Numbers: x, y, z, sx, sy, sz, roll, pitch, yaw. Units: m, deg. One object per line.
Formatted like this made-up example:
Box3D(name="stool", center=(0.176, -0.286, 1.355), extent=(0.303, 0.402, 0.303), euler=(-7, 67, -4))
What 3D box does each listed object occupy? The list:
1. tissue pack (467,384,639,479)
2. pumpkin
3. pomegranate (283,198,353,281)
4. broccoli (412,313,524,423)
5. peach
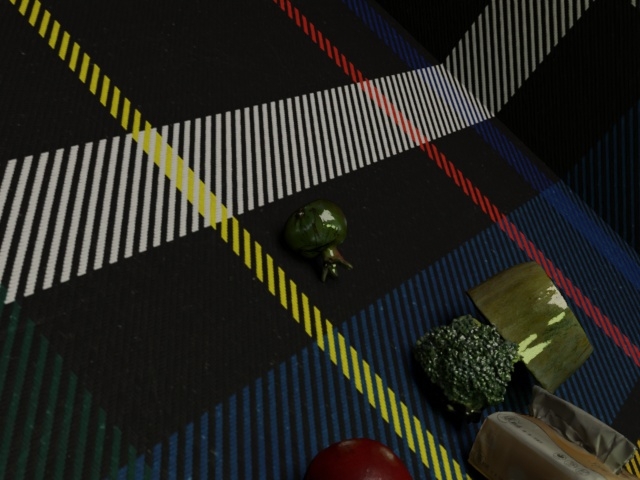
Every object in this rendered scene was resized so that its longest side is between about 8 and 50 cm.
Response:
Box3D(name="tissue pack", center=(0.505, 0.456, 1.760), extent=(0.238, 0.239, 0.305), euler=(13, 10, -32))
Box3D(name="pumpkin", center=(0.531, 0.199, 2.088), extent=(0.332, 0.199, 0.332), euler=(47, 7, -8))
Box3D(name="pomegranate", center=(0.000, 0.000, 2.010), extent=(0.131, 0.152, 0.191), euler=(-13, 79, -56))
Box3D(name="broccoli", center=(0.347, 0.303, 1.958), extent=(0.243, 0.262, 0.247), euler=(23, 66, -57))
Box3D(name="peach", center=(0.078, 0.462, 1.478), extent=(0.243, 0.200, 0.243), euler=(19, 34, -13))
